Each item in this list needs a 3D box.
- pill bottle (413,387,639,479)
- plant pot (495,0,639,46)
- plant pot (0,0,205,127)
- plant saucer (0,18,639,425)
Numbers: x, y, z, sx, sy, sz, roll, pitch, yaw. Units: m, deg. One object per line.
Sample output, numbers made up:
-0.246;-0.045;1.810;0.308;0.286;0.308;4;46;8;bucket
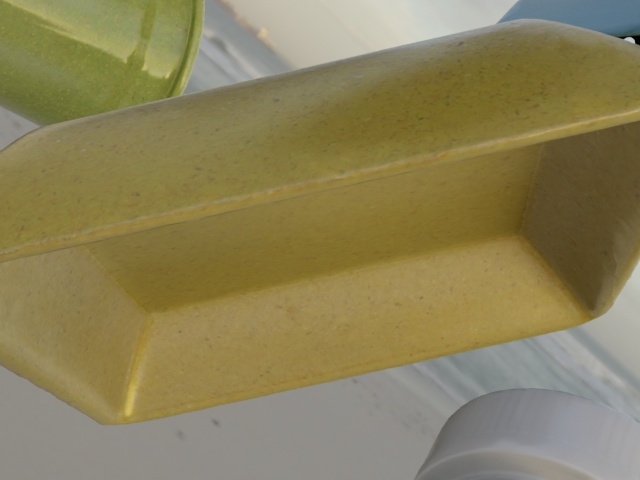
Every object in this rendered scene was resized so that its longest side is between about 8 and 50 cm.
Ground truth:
0.042;0.152;0.316;0.121;0.121;0.221;41;45;-4;pill bottle
0.281;-0.176;1.075;0.165;0.234;0.166;2;-55;29;plant pot
-0.305;-0.239;1.133;0.254;0.276;0.276;17;22;-42;plant pot
0.000;0.000;0.560;0.333;0.333;0.081;74;3;-71;plant saucer
